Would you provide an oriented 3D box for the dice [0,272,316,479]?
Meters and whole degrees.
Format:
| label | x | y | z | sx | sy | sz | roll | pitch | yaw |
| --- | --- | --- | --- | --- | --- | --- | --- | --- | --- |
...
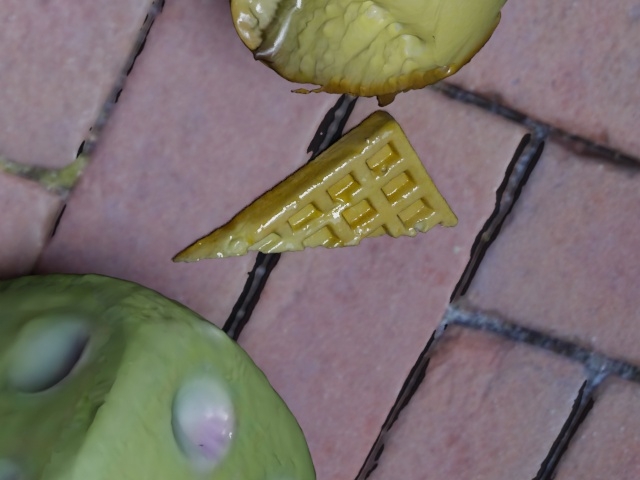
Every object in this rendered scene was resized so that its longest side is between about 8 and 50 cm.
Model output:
| label | x | y | z | sx | sy | sz | roll | pitch | yaw |
| --- | --- | --- | --- | --- | --- | --- | --- | --- | --- |
| dice | -0.167 | 0.190 | 1.193 | 0.254 | 0.252 | 0.250 | 56 | 45 | -36 |

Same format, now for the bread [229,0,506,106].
| label | x | y | z | sx | sy | sz | roll | pitch | yaw |
| --- | --- | --- | --- | --- | --- | --- | --- | --- | --- |
| bread | 0.027 | -0.197 | 1.203 | 0.262 | 0.162 | 0.204 | 0 | 115 | -51 |

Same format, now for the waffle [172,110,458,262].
| label | x | y | z | sx | sy | sz | roll | pitch | yaw |
| --- | --- | --- | --- | --- | --- | --- | --- | --- | --- |
| waffle | 0.000 | 0.000 | 1.367 | 0.191 | 0.032 | 0.125 | -37 | 127 | -3 |
